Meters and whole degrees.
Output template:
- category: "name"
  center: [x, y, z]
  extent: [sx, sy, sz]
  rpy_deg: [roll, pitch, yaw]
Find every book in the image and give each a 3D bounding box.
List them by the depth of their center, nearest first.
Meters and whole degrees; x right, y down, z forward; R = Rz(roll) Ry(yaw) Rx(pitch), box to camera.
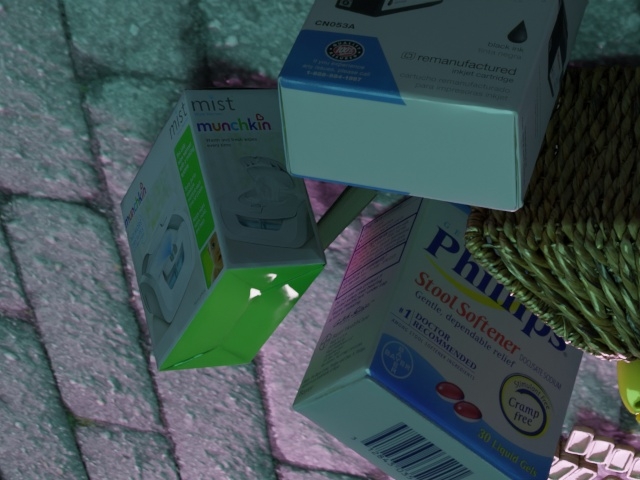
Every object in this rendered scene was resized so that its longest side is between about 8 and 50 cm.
- category: "book"
  center: [0.000, 0.000, 2.080]
  extent: [0.035, 0.144, 0.096]
  rpy_deg: [40, 141, 2]

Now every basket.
- category: "basket"
  center: [0.299, -0.020, 1.792]
  extent: [0.223, 0.299, 0.213]
  rpy_deg: [-2, 131, 24]

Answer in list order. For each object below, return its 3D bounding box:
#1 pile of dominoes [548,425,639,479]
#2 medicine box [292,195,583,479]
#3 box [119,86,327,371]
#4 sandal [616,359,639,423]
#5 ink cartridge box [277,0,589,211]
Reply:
- category: "pile of dominoes"
  center: [0.393, 0.315, 2.376]
  extent: [0.251, 0.040, 0.196]
  rpy_deg: [23, 142, -15]
- category: "medicine box"
  center: [0.148, 0.131, 2.050]
  extent: [0.263, 0.289, 0.149]
  rpy_deg: [36, 141, -18]
- category: "box"
  center: [-0.115, -0.011, 2.034]
  extent: [0.127, 0.231, 0.262]
  rpy_deg: [-3, 154, -26]
- category: "sandal"
  center: [0.485, 0.231, 2.148]
  extent: [0.138, 0.126, 0.317]
  rpy_deg: [-20, 125, 34]
- category: "ink cartridge box"
  center: [0.114, -0.191, 1.678]
  extent: [0.223, 0.307, 0.129]
  rpy_deg: [9, 138, 16]
